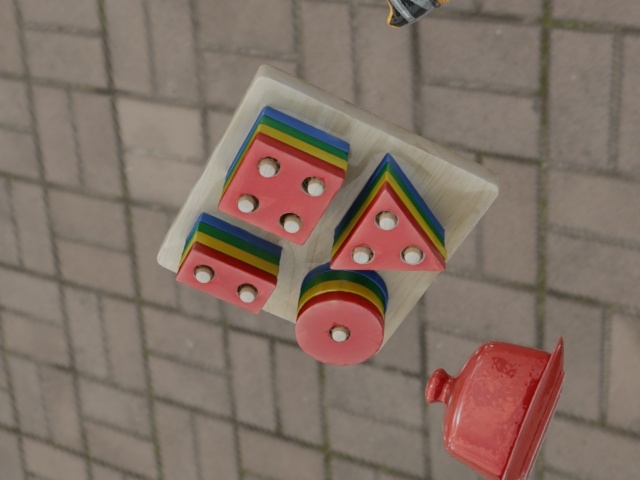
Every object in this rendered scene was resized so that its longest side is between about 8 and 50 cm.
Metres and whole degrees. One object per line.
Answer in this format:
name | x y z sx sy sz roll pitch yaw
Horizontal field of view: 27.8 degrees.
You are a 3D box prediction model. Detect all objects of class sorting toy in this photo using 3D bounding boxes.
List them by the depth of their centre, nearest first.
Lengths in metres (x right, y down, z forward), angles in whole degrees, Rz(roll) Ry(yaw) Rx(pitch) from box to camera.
sorting toy | 0.000 0.000 1.249 0.255 0.089 0.257 24 127 -13

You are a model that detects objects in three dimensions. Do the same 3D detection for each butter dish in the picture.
butter dish | 0.154 0.154 1.202 0.118 0.160 0.160 22 81 14

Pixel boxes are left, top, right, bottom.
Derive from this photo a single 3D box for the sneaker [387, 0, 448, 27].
sneaker | 0.052 -0.326 1.418 0.083 0.084 0.215 -41 87 23
